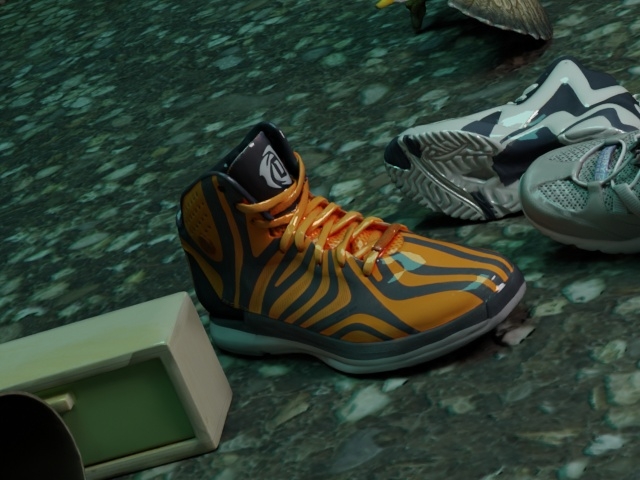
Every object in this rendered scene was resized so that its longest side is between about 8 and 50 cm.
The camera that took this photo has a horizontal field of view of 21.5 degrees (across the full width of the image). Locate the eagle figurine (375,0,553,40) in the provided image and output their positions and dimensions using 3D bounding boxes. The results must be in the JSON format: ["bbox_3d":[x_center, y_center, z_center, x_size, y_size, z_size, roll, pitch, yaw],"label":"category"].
[{"bbox_3d":[0.158,-0.324,1.908,0.225,0.226,0.298,-68,18,-11],"label":"eagle figurine"}]

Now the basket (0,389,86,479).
[{"bbox_3d":[-0.305,0.213,1.183,0.227,0.154,0.204,-16,22,24],"label":"basket"}]

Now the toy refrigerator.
[{"bbox_3d":[-0.216,0.137,1.329,0.269,0.102,0.094,-16,23,14],"label":"toy refrigerator"}]

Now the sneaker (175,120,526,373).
[{"bbox_3d":[0.000,0.000,1.336,0.321,0.180,0.124,-4,29,38],"label":"sneaker"}]

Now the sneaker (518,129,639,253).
[{"bbox_3d":[0.274,-0.067,1.284,0.281,0.115,0.105,-8,52,32],"label":"sneaker"}]

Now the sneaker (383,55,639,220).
[{"bbox_3d":[0.184,-0.097,1.506,0.235,0.094,0.153,-10,24,27],"label":"sneaker"}]
